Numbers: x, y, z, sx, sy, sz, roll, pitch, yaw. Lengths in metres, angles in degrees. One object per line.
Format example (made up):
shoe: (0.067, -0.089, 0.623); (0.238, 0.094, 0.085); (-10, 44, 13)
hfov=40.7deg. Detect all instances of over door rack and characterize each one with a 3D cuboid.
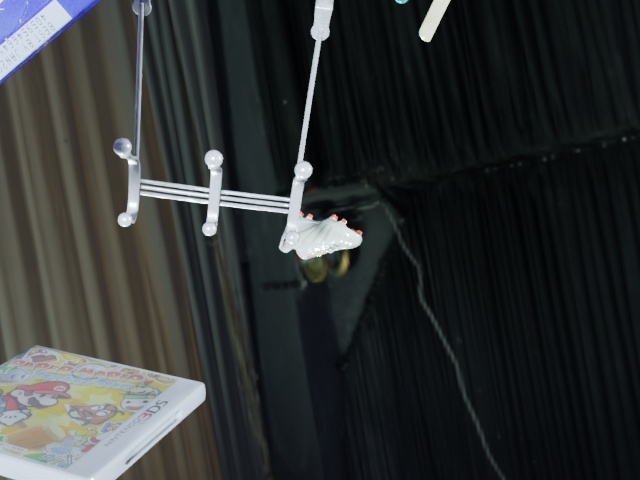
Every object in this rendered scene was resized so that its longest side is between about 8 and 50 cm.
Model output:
over door rack: (-0.123, -0.154, 1.058); (0.239, 0.324, 0.108); (7, -160, -5)

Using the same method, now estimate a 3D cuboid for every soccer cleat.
soccer cleat: (0.000, 0.000, 1.410); (0.068, 0.076, 0.196); (36, 167, -29)

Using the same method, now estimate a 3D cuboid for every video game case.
video game case: (-0.265, 0.173, 0.875); (0.227, 0.026, 0.206); (8, -161, 20)

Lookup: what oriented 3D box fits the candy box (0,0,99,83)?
candy box: (-0.301, -0.207, 0.708); (0.268, 0.122, 0.317); (-42, -148, -6)

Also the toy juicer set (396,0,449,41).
toy juicer set: (0.141, -0.524, 1.542); (0.329, 0.089, 0.209); (31, 138, -22)
